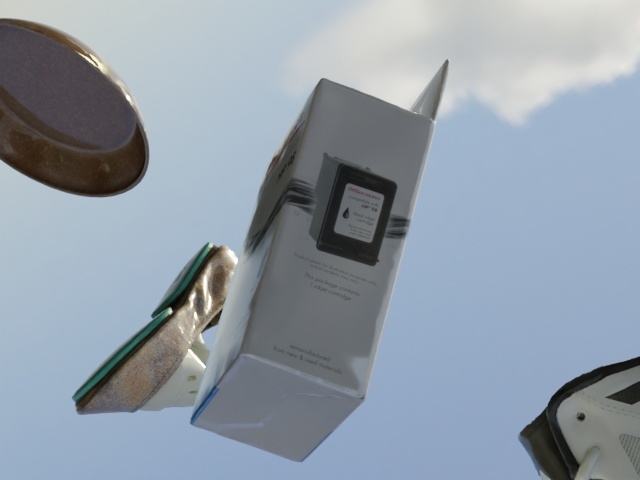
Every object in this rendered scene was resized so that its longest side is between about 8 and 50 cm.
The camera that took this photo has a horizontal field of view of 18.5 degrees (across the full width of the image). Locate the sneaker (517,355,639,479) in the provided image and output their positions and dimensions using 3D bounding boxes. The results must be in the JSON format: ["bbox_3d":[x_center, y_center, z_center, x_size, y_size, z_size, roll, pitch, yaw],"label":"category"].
[{"bbox_3d":[0.204,0.251,1.286,0.447,0.257,0.169,-53,163,-13],"label":"sneaker"}]

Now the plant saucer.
[{"bbox_3d":[-0.223,-0.116,1.621,0.198,0.198,0.036,-26,-152,49],"label":"plant saucer"}]

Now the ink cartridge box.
[{"bbox_3d":[0.000,0.000,0.913,0.104,0.060,0.180,126,-18,-62],"label":"ink cartridge box"}]

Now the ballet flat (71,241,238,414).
[{"bbox_3d":[-0.145,0.111,2.073,0.107,0.106,0.316,-40,-173,40],"label":"ballet flat"}]
